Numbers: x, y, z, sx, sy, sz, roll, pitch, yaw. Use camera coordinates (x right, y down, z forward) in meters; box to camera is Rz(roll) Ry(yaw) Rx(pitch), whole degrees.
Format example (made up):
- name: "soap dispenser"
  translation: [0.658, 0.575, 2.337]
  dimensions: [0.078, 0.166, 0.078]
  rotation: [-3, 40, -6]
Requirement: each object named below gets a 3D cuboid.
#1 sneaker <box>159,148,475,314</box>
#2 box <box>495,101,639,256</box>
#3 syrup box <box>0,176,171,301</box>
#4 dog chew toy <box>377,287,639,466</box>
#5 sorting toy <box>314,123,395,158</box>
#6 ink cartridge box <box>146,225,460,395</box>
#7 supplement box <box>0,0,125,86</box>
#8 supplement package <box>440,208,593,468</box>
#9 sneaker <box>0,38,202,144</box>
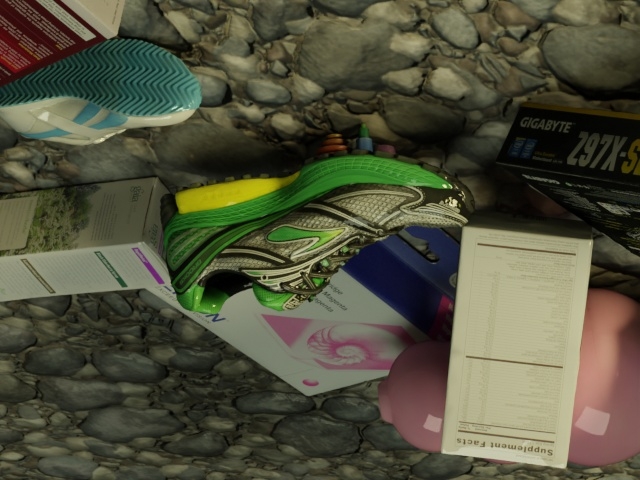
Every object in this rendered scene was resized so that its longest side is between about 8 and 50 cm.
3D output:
- name: "sneaker"
  translation: [0.000, 0.000, 1.790]
  dimensions: [0.343, 0.146, 0.134]
  rotation: [-13, 161, 21]
- name: "box"
  translation: [0.361, -0.035, 1.665]
  dimensions: [0.257, 0.079, 0.322]
  rotation: [28, 173, -31]
- name: "syrup box"
  translation: [-0.281, 0.000, 1.969]
  dimensions: [0.237, 0.093, 0.096]
  rotation: [-5, 145, 19]
- name: "dog chew toy"
  translation: [0.232, 0.167, 1.991]
  dimensions: [0.332, 0.206, 0.206]
  rotation: [-7, 146, 3]
- name: "sorting toy"
  translation: [0.042, -0.095, 1.814]
  dimensions: [0.102, 0.042, 0.061]
  rotation: [1, 164, -10]
- name: "ink cartridge box"
  translation: [0.012, 0.061, 2.029]
  dimensions: [0.330, 0.071, 0.324]
  rotation: [-18, 139, 36]
- name: "supplement box"
  translation: [-0.317, -0.220, 1.654]
  dimensions: [0.239, 0.073, 0.130]
  rotation: [-18, 139, 32]
- name: "supplement package"
  translation: [0.207, 0.101, 1.822]
  dimensions: [0.139, 0.244, 0.134]
  rotation: [7, -170, 7]
- name: "sneaker"
  translation: [-0.222, -0.146, 1.751]
  dimensions: [0.228, 0.087, 0.092]
  rotation: [3, 155, 20]
